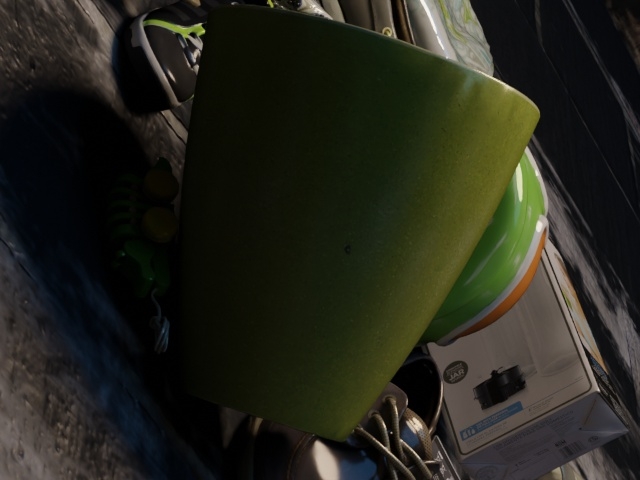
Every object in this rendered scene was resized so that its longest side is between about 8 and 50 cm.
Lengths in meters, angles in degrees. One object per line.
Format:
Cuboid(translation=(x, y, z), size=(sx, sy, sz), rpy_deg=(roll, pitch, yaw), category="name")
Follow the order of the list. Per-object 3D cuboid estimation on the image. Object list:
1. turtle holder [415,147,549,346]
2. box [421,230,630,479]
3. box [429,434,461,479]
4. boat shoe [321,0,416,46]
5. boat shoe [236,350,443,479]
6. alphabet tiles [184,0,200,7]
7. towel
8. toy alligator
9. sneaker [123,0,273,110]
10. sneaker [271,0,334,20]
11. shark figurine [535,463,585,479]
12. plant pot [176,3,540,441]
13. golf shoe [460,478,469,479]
Cuboid(translation=(0.058, -0.029, 1.785), size=(0.227, 0.320, 0.243), rpy_deg=(39, 65, -61), category="turtle holder")
Cuboid(translation=(0.196, 0.108, 2.057), size=(0.087, 0.169, 0.290), rpy_deg=(48, 20, -43), category="box")
Cuboid(translation=(0.104, 0.343, 1.734), size=(0.270, 0.060, 0.216), rpy_deg=(62, 32, -18), category="box")
Cuboid(translation=(0.084, -0.204, 2.251), size=(0.305, 0.091, 0.109), rpy_deg=(70, 19, 4), category="boat shoe")
Cuboid(translation=(0.027, 0.170, 1.651), size=(0.132, 0.130, 0.355), rpy_deg=(64, 20, -15), category="boat shoe")
Cuboid(translation=(-0.201, -0.316, 1.659), size=(0.237, 0.009, 0.198), rpy_deg=(25, 39, -52), category="alphabet tiles")
Cuboid(translation=(0.116, -0.337, 2.453), size=(0.374, 0.090, 0.320), rpy_deg=(65, 15, -11), category="towel")
Cuboid(translation=(-0.141, 0.005, 1.502), size=(0.051, 0.056, 0.189), rpy_deg=(12, 48, -16), category="toy alligator")
Cuboid(translation=(-0.099, -0.187, 1.731), size=(0.084, 0.097, 0.234), rpy_deg=(64, 21, -14), category="sneaker")
Cuboid(translation=(-0.023, -0.253, 2.081), size=(0.135, 0.052, 0.058), rpy_deg=(46, 25, -49), category="sneaker")
Cuboid(translation=(0.243, 0.290, 2.134), size=(0.166, 0.116, 0.278), rpy_deg=(44, 2, -14), category="shark figurine")
Cuboid(translation=(0.000, 0.000, 1.532), size=(0.275, 0.275, 0.293), rpy_deg=(26, 80, -63), category="plant pot")
Cuboid(translation=(0.181, 0.328, 2.000), size=(0.186, 0.067, 0.086), rpy_deg=(65, 18, -12), category="golf shoe")
